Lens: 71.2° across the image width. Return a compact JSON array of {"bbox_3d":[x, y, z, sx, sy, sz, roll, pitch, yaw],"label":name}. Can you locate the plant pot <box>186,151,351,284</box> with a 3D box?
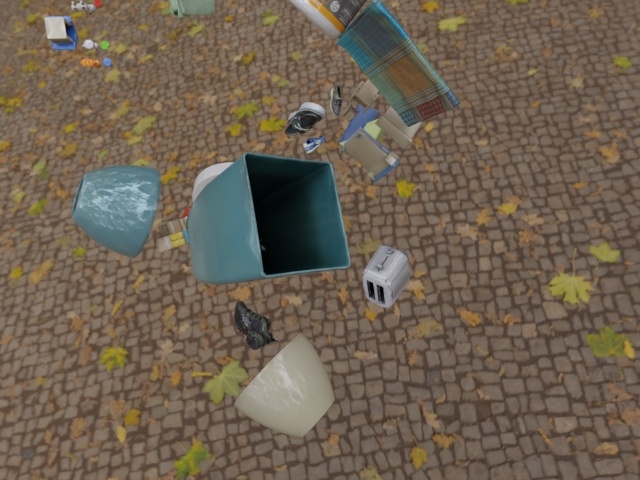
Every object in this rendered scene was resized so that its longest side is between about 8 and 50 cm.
[{"bbox_3d":[-0.104,-0.011,0.702,0.234,0.165,0.166,-19,79,45],"label":"plant pot"}]

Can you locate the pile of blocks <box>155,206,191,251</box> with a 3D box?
[{"bbox_3d":[-0.353,-0.073,1.441,0.362,0.149,0.113,-22,95,-30],"label":"pile of blocks"}]

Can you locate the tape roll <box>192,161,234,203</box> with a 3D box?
[{"bbox_3d":[-0.399,-0.206,2.099,0.391,0.392,0.072,-10,54,7],"label":"tape roll"}]

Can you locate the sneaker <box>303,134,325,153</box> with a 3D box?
[{"bbox_3d":[-0.032,-0.491,2.226,0.053,0.059,0.144,-9,32,52],"label":"sneaker"}]

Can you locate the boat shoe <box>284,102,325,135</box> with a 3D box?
[{"bbox_3d":[-0.078,-0.574,2.179,0.121,0.335,0.119,23,81,-21],"label":"boat shoe"}]

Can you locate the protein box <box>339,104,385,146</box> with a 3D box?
[{"bbox_3d":[0.196,-0.468,1.989,0.136,0.201,0.200,28,94,8],"label":"protein box"}]

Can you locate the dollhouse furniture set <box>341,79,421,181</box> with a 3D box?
[{"bbox_3d":[0.202,-0.419,1.658,0.286,0.303,0.198,39,58,-8],"label":"dollhouse furniture set"}]

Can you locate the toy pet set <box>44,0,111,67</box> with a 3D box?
[{"bbox_3d":[-0.472,-0.401,0.883,0.114,0.122,0.065,-5,11,-9],"label":"toy pet set"}]

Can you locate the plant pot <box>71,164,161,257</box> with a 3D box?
[{"bbox_3d":[-0.633,-0.108,1.358,0.290,0.195,0.290,-28,55,48],"label":"plant pot"}]

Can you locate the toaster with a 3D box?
[{"bbox_3d":[0.232,0.134,1.584,0.129,0.227,0.146,24,57,29],"label":"toaster"}]

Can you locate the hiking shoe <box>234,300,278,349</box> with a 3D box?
[{"bbox_3d":[-0.251,0.318,1.707,0.114,0.086,0.227,-5,43,-36],"label":"hiking shoe"}]

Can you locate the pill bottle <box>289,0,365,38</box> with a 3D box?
[{"bbox_3d":[0.058,-0.590,0.942,0.278,0.162,0.162,-49,55,18],"label":"pill bottle"}]

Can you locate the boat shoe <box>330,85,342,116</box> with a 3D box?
[{"bbox_3d":[0.079,-0.682,2.180,0.056,0.049,0.152,-1,79,-26],"label":"boat shoe"}]

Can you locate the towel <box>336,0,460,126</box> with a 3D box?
[{"bbox_3d":[0.219,-0.507,1.327,0.040,0.370,0.271,-47,15,-12],"label":"towel"}]

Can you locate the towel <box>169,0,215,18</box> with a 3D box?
[{"bbox_3d":[-0.293,-0.702,1.042,0.038,0.325,0.248,10,30,5],"label":"towel"}]

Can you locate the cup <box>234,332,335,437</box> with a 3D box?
[{"bbox_3d":[-0.090,0.517,1.518,0.237,0.331,0.331,41,74,11],"label":"cup"}]
